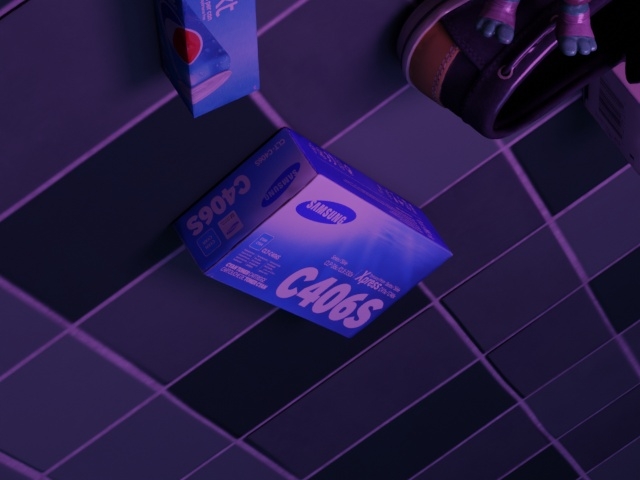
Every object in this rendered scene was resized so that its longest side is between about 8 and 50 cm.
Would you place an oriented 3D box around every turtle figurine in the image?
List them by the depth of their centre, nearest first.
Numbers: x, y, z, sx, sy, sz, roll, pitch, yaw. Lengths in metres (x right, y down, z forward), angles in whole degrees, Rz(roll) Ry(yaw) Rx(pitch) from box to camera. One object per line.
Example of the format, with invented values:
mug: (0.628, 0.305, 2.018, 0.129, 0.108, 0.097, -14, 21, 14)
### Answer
turtle figurine: (0.219, -0.286, 1.694, 0.118, 0.175, 0.234, -51, 157, -45)

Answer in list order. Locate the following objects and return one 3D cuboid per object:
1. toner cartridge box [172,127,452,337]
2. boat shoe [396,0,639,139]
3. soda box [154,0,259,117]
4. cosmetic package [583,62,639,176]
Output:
toner cartridge box: (0.000, 0.000, 2.044, 0.165, 0.075, 0.348, -41, 151, 13)
boat shoe: (0.321, -0.248, 1.903, 0.500, 0.156, 0.187, -26, 150, -16)
soda box: (-0.101, -0.202, 1.619, 0.071, 0.067, 0.210, -26, 151, -15)
cosmetic package: (0.457, -0.218, 2.118, 0.296, 0.129, 0.153, -28, 151, -9)
